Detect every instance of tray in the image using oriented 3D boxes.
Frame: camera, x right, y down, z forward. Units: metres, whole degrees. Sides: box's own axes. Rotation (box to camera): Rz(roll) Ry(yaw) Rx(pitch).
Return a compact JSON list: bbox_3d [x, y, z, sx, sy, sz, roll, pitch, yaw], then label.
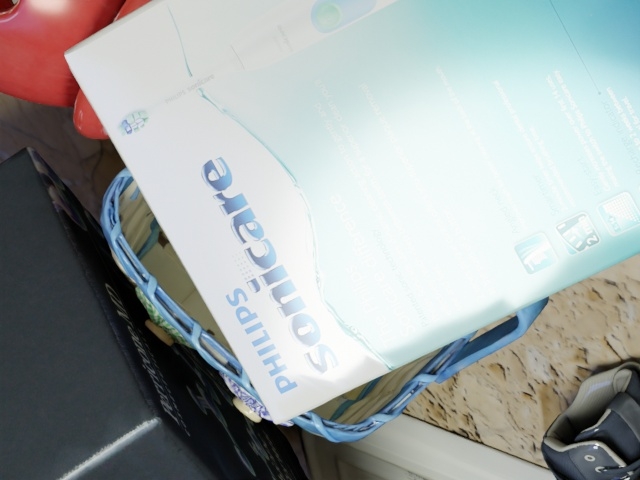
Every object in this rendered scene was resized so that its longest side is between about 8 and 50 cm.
[{"bbox_3d":[0.087,0.195,1.477,0.270,0.030,0.145,19,139,30],"label":"tray"}]

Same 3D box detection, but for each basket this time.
[{"bbox_3d":[0.000,0.000,1.191,0.255,0.201,0.289,40,156,5],"label":"basket"}]

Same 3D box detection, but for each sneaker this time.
[{"bbox_3d":[0.240,0.165,1.239,0.226,0.086,0.163,11,138,39],"label":"sneaker"}]

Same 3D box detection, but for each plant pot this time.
[{"bbox_3d":[-0.148,-0.165,1.170,0.174,0.191,0.191,35,146,5],"label":"plant pot"}]

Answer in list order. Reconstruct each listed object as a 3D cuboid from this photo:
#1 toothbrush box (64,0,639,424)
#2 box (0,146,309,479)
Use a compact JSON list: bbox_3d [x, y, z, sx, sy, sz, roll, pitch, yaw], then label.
[{"bbox_3d":[0.060,-0.076,0.964,0.295,0.126,0.216,-28,97,19],"label":"toothbrush box"},{"bbox_3d":[-0.143,0.186,1.347,0.395,0.212,0.293,53,-176,-44],"label":"box"}]
